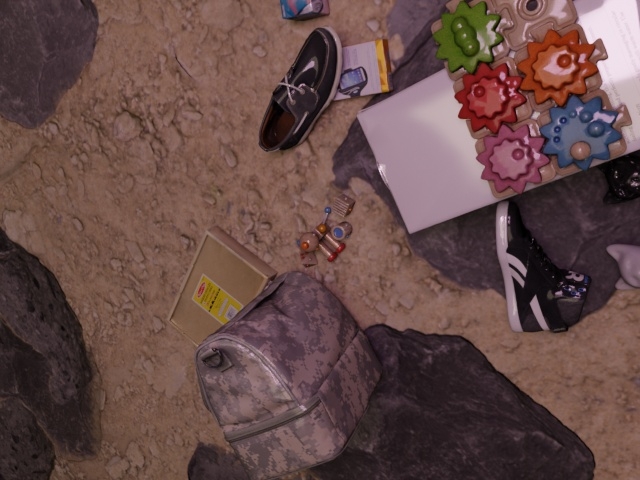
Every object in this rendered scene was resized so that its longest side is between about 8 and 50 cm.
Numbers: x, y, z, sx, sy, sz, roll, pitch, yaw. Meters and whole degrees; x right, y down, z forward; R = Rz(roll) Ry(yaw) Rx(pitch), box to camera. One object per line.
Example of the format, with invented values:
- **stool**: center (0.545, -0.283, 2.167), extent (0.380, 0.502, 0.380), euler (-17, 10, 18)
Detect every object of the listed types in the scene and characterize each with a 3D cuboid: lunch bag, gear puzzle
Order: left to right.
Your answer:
- **lunch bag**: center (-0.056, 0.211, 0.982), extent (0.213, 0.305, 0.256), euler (-26, 96, 29)
- **gear puzzle**: center (0.221, -0.229, 0.662), extent (0.176, 0.044, 0.338), euler (-21, 90, 32)

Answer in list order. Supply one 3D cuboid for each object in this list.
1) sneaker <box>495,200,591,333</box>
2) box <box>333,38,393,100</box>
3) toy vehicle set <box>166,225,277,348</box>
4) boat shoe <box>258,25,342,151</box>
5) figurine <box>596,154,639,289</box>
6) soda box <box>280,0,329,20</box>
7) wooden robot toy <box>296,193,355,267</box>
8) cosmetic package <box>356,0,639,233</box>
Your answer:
- **sneaker**: center (0.335, 0.036, 0.848), extent (0.121, 0.079, 0.216), euler (-6, 112, 26)
- **box**: center (0.048, -0.273, 0.925), extent (0.136, 0.028, 0.081), euler (-1, 106, 31)
- **toy vehicle set**: center (-0.213, 0.121, 1.187), extent (0.166, 0.035, 0.266), euler (37, 120, 13)
- **boat shoe**: center (-0.035, -0.238, 0.927), extent (0.084, 0.079, 0.233), euler (49, 133, 18)
- **figurine**: center (0.483, -0.026, 0.747), extent (0.210, 0.092, 0.214), euler (-3, 105, 37)
- **soda box**: center (-0.035, -0.446, 0.891), extent (0.058, 0.063, 0.183), euler (-2, 105, 29)
- **wooden robot toy**: center (0.000, 0.000, 1.009), extent (0.076, 0.079, 0.173), euler (46, 122, 8)
- **cosmetic package**: center (0.261, -0.167, 0.769), extent (0.366, 0.155, 0.196), euler (-20, 95, 32)
